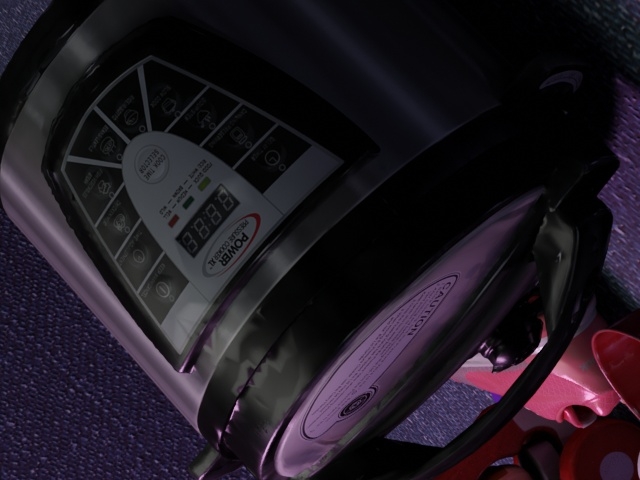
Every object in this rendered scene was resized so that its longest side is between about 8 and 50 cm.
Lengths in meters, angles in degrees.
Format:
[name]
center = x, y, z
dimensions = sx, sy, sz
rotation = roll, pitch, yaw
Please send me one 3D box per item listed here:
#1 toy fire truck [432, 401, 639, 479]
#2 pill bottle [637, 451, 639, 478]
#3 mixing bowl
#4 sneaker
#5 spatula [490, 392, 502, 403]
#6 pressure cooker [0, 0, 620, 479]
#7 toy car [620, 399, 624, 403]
[toy fire truck]
center = 0.227, 0.314, 1.935
dimensions = 0.302, 0.254, 0.169
rotation = 66, 164, -5
[pill bottle]
center = 0.366, 0.215, 1.573
dimensions = 0.208, 0.117, 0.117
rotation = 30, 159, 51
[mixing bowl]
center = 0.309, 0.102, 1.455
dimensions = 0.181, 0.098, 0.181
rotation = 44, 167, 13
[sneaker]
center = 0.199, 0.124, 1.782
dimensions = 0.136, 0.116, 0.314
rotation = 56, 166, -1
[spatula]
center = 0.256, 0.208, 2.086
dimensions = 0.296, 0.030, 0.084
rotation = 44, 164, 12
[pressure cooker]
center = 0.005, -0.025, 1.417
dimensions = 0.420, 0.375, 0.370
rotation = 47, 157, 16
[toy car]
center = 0.268, 0.144, 1.835
dimensions = 0.060, 0.040, 0.122
rotation = 46, 167, -1
